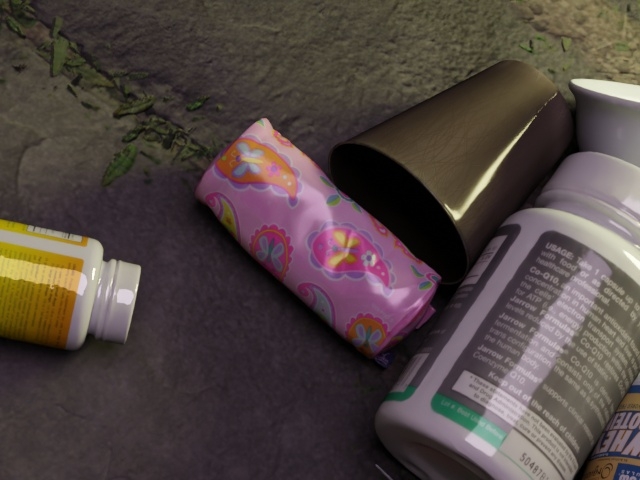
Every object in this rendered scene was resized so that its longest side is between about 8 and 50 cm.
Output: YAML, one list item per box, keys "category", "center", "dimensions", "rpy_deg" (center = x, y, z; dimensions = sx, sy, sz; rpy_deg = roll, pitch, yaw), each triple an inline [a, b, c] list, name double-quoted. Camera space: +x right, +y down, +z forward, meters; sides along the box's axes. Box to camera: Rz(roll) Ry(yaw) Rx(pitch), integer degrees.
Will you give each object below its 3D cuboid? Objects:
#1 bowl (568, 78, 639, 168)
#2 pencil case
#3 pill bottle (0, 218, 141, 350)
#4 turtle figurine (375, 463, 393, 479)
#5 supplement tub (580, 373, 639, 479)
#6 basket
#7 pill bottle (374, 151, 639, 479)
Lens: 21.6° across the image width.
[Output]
- category: "bowl"
  center: [0.410, -0.087, 1.865]
  dimensions: [0.298, 0.298, 0.134]
  rpy_deg: [8, 100, -10]
- category: "pencil case"
  center: [0.000, 0.000, 1.789]
  dimensions: [0.284, 0.124, 0.124]
  rpy_deg: [41, 64, 5]
- category: "pill bottle"
  center: [-0.295, 0.044, 1.697]
  dimensions: [0.215, 0.117, 0.117]
  rpy_deg: [12, 65, -7]
- category: "turtle figurine"
  center: [0.094, 0.341, 1.667]
  dimensions: [0.175, 0.118, 0.234]
  rpy_deg: [-34, 84, -24]
- category: "supplement tub"
  center: [0.345, 0.253, 1.741]
  dimensions: [0.144, 0.144, 0.199]
  rpy_deg: [25, 63, -2]
- category: "basket"
  center: [0.158, -0.090, 1.847]
  dimensions: [0.204, 0.154, 0.227]
  rpy_deg: [40, 59, 20]
- category: "pill bottle"
  center: [0.231, 0.098, 1.726]
  dimensions: [0.204, 0.204, 0.361]
  rpy_deg: [35, 72, 3]
